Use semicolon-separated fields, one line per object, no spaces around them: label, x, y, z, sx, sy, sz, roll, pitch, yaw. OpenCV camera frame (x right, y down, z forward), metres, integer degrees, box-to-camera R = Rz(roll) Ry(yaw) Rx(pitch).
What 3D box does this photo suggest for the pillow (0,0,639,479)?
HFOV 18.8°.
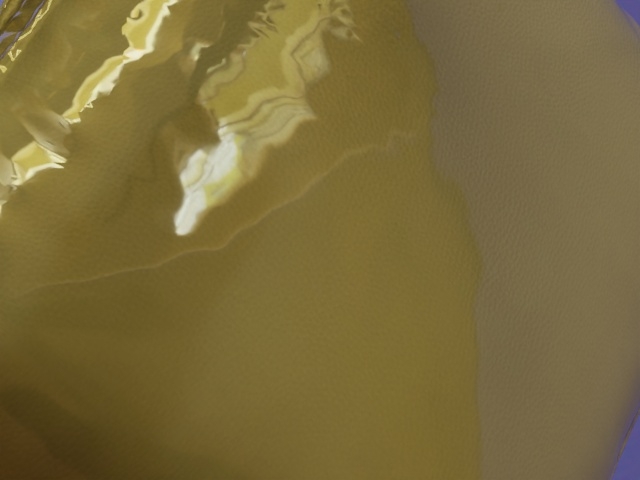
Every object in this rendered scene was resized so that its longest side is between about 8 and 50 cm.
pillow;0.000;0.000;0.583;0.255;0.322;0.120;43;-39;-19
